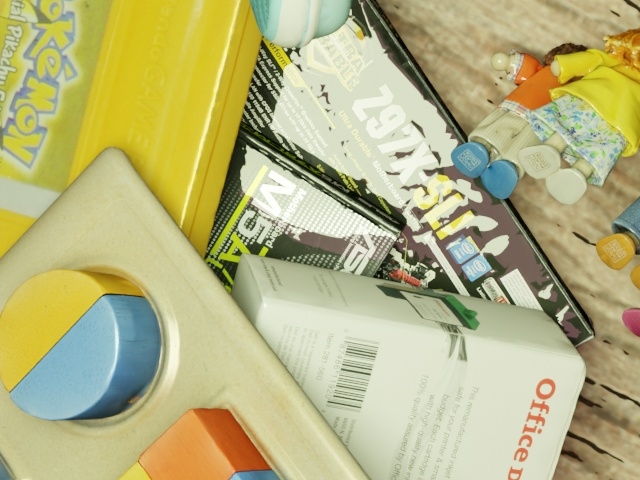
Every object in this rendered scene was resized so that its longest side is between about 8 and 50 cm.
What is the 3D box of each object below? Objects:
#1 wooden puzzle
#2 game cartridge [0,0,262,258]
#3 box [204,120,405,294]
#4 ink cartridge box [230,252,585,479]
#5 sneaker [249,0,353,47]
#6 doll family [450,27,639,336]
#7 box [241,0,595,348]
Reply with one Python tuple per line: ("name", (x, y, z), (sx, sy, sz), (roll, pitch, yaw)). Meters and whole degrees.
("wooden puzzle", (-0.155, 0.162, 1.050), (0.322, 0.080, 0.348), (-45, 64, 16))
("game cartridge", (-0.194, -0.123, 1.178), (0.324, 0.053, 0.285), (15, 92, 30))
("box", (-0.068, 0.021, 1.187), (0.184, 0.045, 0.190), (34, 101, 4))
("ink cartridge box", (0.040, 0.113, 1.135), (0.219, 0.092, 0.160), (12, 107, -15))
("sneaker", (0.072, -0.254, 0.945), (0.208, 0.127, 0.319), (5, 102, -15))
("doll family", (0.230, -0.052, 1.163), (0.263, 0.118, 0.163), (45, 59, -1))
("box", (0.000, 0.000, 1.236), (0.257, 0.079, 0.322), (-34, 93, 9))
